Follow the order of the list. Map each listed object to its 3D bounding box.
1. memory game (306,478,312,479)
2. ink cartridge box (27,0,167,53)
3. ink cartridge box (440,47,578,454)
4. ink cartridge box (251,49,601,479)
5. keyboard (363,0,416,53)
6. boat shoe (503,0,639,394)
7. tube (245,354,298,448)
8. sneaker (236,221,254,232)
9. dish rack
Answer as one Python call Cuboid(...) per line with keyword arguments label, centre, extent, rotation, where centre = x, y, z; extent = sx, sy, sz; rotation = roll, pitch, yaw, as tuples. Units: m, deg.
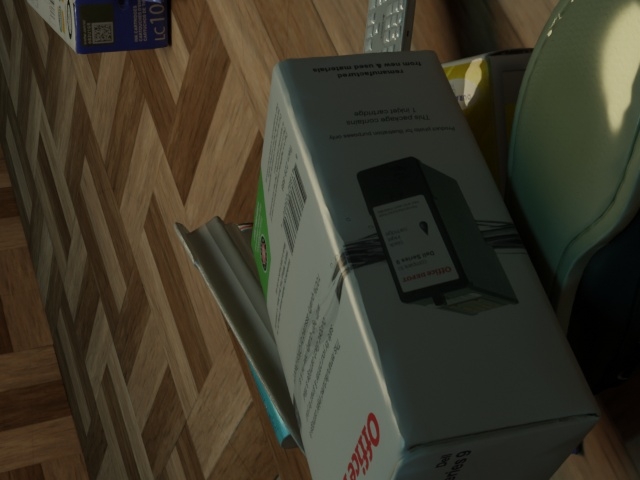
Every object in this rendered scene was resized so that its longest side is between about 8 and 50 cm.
Cuboid(label="memory game", centre=(0.015, 0.356, 1.083), extent=(0.186, 0.012, 0.186), rotation=(7, 102, 36))
Cuboid(label="ink cartridge box", centre=(-0.341, -0.445, 1.459), extent=(0.395, 0.151, 0.270), rotation=(-136, 42, -53))
Cuboid(label="ink cartridge box", centre=(0.084, 0.009, 0.835), extent=(0.303, 0.072, 0.307), rotation=(4, 99, 61))
Cuboid(label="ink cartridge box", centre=(0.046, 0.049, 0.651), extent=(0.211, 0.121, 0.289), rotation=(104, 155, -52))
Cuboid(label="keyboard", centre=(0.060, -0.235, 0.789), extent=(0.072, 0.014, 0.256), rotation=(1, 83, 62))
Cuboid(label="boat shoe", centre=(0.182, -0.017, 0.577), extent=(0.127, 0.113, 0.340), rotation=(-115, 24, -51))
Cuboid(label="tube", centre=(-0.064, 0.159, 1.211), extent=(0.207, 0.052, 0.080), rotation=(62, -175, 31))
Cuboid(label="sneaker", centre=(-0.105, 0.048, 1.253), extent=(0.161, 0.057, 0.075), rotation=(119, 141, -49))
Cuboid(label="dish rack", centre=(-0.008, 0.129, 0.958), extent=(0.333, 0.072, 0.285), rotation=(55, 178, 41))
